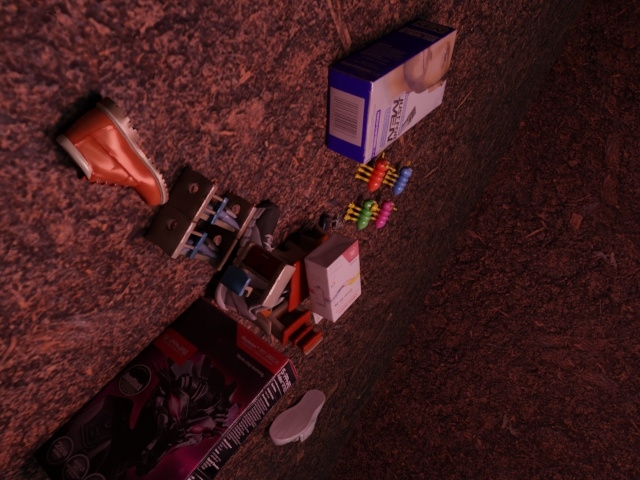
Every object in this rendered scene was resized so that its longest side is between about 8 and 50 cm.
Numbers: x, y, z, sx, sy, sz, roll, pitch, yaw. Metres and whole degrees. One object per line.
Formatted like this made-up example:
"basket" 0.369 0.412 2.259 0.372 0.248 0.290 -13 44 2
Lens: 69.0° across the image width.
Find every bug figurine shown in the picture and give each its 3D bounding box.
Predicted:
"bug figurine" 0.171 -0.130 1.290 0.279 0.072 0.216 -5 122 -61

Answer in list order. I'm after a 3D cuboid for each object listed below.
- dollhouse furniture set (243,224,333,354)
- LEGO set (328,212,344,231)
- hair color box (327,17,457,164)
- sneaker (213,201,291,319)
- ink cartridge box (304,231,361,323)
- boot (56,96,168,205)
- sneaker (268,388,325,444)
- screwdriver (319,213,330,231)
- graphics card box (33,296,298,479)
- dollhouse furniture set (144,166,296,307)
"dollhouse furniture set" -0.050 0.132 1.088 0.262 0.135 0.259 -36 147 -41
"LEGO set" 0.040 -0.039 1.201 0.083 0.023 0.054 -45 152 -29
"hair color box" 0.156 -0.329 1.004 0.339 0.110 0.185 -43 150 -35
"sneaker" -0.099 0.048 0.893 0.228 0.132 0.086 -65 156 -3
"ink cartridge box" 0.033 0.097 1.045 0.115 0.067 0.198 -40 138 -37
"boot" -0.251 -0.088 0.572 0.084 0.059 0.158 -46 144 -21
"sneaker" -0.088 0.669 1.644 0.292 0.108 0.169 -20 132 -56
"screwdriver" 0.000 0.000 1.183 0.025 0.024 0.170 -7 137 -24
"graphics card box" -0.245 0.293 0.785 0.371 0.233 0.094 -46 149 -26
"dollhouse furniture set" -0.138 -0.004 0.716 0.129 0.184 0.129 -60 155 0
